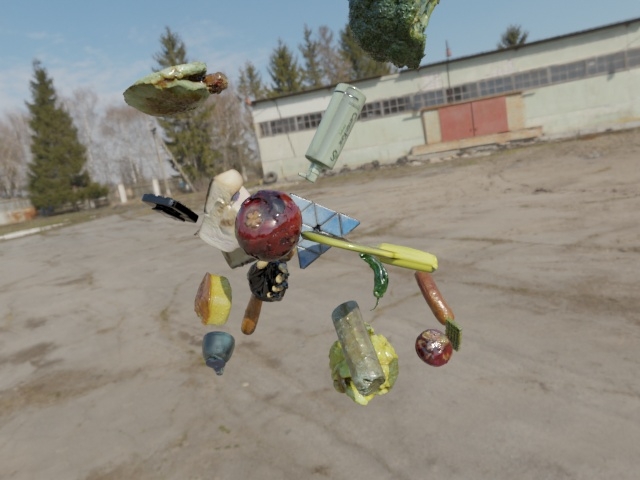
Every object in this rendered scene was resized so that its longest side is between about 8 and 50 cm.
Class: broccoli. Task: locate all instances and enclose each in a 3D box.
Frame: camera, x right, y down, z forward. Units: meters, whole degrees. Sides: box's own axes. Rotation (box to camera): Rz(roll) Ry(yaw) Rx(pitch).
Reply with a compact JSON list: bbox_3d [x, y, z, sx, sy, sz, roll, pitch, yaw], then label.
[{"bbox_3d":[0.208,-0.653,1.340,0.283,0.321,0.304,-38,54,-9],"label":"broccoli"}]

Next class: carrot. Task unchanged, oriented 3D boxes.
[{"bbox_3d":[-0.230,0.226,1.678,0.059,0.248,0.059,18,13,-4],"label":"carrot"}]

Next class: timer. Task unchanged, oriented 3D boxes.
[{"bbox_3d":[-0.540,-0.109,1.688,0.144,0.055,0.187,13,-13,18],"label":"timer"}]

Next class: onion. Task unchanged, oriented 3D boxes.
[{"bbox_3d":[0.314,0.300,1.315,0.107,0.107,0.097,-14,-27,-22],"label":"onion"}]

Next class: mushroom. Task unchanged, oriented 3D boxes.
[{"bbox_3d":[-0.244,-0.084,1.428,0.173,0.236,0.162,35,37,12],"label":"mushroom"}]

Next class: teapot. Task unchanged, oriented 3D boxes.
[{"bbox_3d":[-0.354,0.385,1.589,0.111,0.149,0.108,20,42,-19],"label":"teapot"}]

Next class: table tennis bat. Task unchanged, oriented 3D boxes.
[{"bbox_3d":[0.129,0.023,1.181,0.368,0.054,0.224,13,2,-15],"label":"table tennis bat"}]

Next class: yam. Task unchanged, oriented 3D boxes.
[{"bbox_3d":[0.106,0.301,1.329,0.093,0.093,0.259,-11,53,-12],"label":"yam"}]

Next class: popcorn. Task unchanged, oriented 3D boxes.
[{"bbox_3d":[0.138,0.398,1.540,0.256,0.255,0.195,6,-23,42],"label":"popcorn"}]

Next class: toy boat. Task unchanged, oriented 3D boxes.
[{"bbox_3d":[0.419,0.298,1.493,0.016,0.115,0.063,-29,43,-21],"label":"toy boat"}]

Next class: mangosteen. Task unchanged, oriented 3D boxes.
[{"bbox_3d":[-0.116,-0.029,1.093,0.166,0.166,0.180,-8,-17,7],"label":"mangosteen"}]

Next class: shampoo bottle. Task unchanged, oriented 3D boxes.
[{"bbox_3d":[0.028,-0.272,1.226,0.085,0.263,0.085,25,0,0],"label":"shampoo bottle"}]

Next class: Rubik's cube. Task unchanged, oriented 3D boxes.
[{"bbox_3d":[0.000,0.000,1.305,0.190,0.178,0.211,9,-16,25],"label":"Rubik's cube"}]

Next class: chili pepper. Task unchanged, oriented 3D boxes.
[{"bbox_3d":[0.261,0.180,2.200,0.122,0.279,0.065,-12,-5,-5],"label":"chili pepper"}]

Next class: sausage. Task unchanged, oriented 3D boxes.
[{"bbox_3d":[0.499,0.240,2.094,0.076,0.302,0.103,-37,-39,21],"label":"sausage"}]

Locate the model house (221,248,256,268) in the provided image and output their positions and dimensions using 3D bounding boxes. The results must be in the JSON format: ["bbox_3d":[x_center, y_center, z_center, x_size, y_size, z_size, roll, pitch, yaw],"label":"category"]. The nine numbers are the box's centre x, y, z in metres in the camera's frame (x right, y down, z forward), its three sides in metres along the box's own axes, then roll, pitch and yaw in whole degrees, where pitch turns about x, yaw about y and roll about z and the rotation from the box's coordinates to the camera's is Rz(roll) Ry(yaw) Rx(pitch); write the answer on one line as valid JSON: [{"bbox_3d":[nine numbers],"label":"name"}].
[{"bbox_3d":[-0.229,-0.052,1.810,0.282,0.297,0.317,-13,-8,-40],"label":"model house"}]

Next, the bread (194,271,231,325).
[{"bbox_3d":[-0.289,0.150,1.261,0.086,0.125,0.156,10,6,-23],"label":"bread"}]

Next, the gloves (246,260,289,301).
[{"bbox_3d":[-0.152,0.123,1.500,0.203,0.164,0.124,-23,19,43],"label":"gloves"}]

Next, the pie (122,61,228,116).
[{"bbox_3d":[-0.430,-0.429,1.353,0.274,0.106,0.257,-14,1,44],"label":"pie"}]
